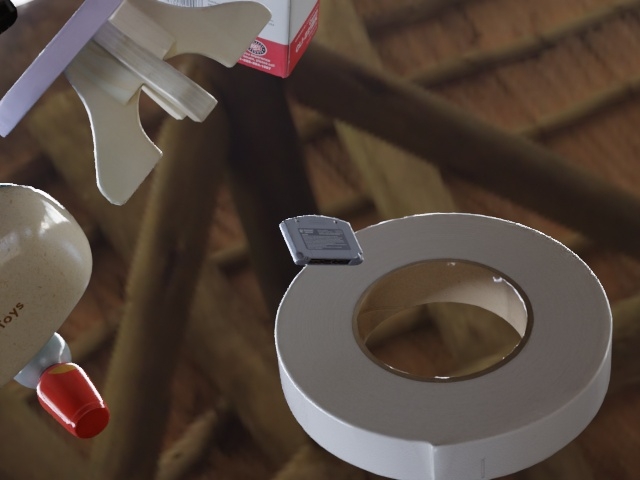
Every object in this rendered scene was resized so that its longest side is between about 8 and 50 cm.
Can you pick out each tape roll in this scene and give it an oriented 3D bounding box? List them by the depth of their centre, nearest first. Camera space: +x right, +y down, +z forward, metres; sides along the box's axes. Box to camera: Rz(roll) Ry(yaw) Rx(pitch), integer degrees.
[{"bbox_3d":[0.141,0.115,1.890,0.392,0.072,0.392,-3,-141,3],"label":"tape roll"}]

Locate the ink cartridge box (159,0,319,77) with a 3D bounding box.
[{"bbox_3d":[-0.104,-0.364,2.073,0.197,0.273,0.114,20,-127,12],"label":"ink cartridge box"}]

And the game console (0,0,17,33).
[{"bbox_3d":[-0.263,-0.139,1.029,0.122,0.107,0.071,-37,-153,-1],"label":"game console"}]

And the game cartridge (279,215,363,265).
[{"bbox_3d":[0.000,0.000,1.653,0.083,0.056,0.017,2,145,-36],"label":"game cartridge"}]

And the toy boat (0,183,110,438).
[{"bbox_3d":[-0.324,0.087,1.622,0.267,0.318,0.148,-43,-129,-5],"label":"toy boat"}]

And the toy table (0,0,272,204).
[{"bbox_3d":[-0.190,-0.178,1.668,0.274,0.161,0.252,-49,-169,8],"label":"toy table"}]
